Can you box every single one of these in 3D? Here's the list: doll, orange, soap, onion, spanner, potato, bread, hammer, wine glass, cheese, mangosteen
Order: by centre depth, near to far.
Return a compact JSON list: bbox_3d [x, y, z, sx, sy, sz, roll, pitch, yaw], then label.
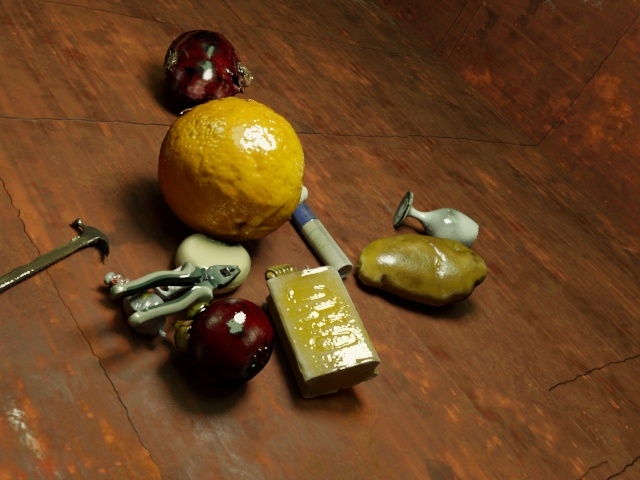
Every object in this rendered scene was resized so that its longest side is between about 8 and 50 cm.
[{"bbox_3d":[-0.187,0.184,1.365,0.199,0.200,0.200,22,33,-15],"label":"mangosteen"},{"bbox_3d":[-0.353,0.122,1.396,0.180,0.079,0.094,41,-2,25],"label":"doll"},{"bbox_3d":[-0.529,0.037,1.403,0.125,0.027,0.297,33,31,12],"label":"hammer"},{"bbox_3d":[-0.267,0.090,1.411,0.096,0.040,0.324,54,33,13],"label":"spanner"},{"bbox_3d":[-0.002,0.188,1.534,0.173,0.089,0.274,-12,48,-16],"label":"soap"},{"bbox_3d":[-0.247,0.073,1.548,0.163,0.071,0.249,28,32,-4],"label":"cheese"},{"bbox_3d":[-0.200,-0.148,1.654,0.340,0.340,0.293,13,52,-27],"label":"orange"},{"bbox_3d":[-0.090,0.076,1.712,0.088,0.034,0.049,-6,41,-44],"label":"bread"},{"bbox_3d":[0.262,0.076,1.912,0.368,0.176,0.196,6,79,-23],"label":"potato"},{"bbox_3d":[-0.343,-0.483,2.094,0.280,0.221,0.281,26,32,-17],"label":"onion"},{"bbox_3d":[0.348,-0.051,2.174,0.241,0.126,0.126,24,32,-9],"label":"wine glass"}]

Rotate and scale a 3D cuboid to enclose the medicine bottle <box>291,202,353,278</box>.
[{"bbox_3d":[0.000,0.000,1.868,0.059,0.059,0.231,-2,45,-42],"label":"medicine bottle"}]

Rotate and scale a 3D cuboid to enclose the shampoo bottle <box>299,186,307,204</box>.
[{"bbox_3d":[-0.089,-0.112,1.963,0.077,0.045,0.152,33,33,2],"label":"shampoo bottle"}]

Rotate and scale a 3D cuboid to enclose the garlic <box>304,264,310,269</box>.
[{"bbox_3d":[0.004,0.126,1.703,0.152,0.066,0.084,38,5,3],"label":"garlic"}]
